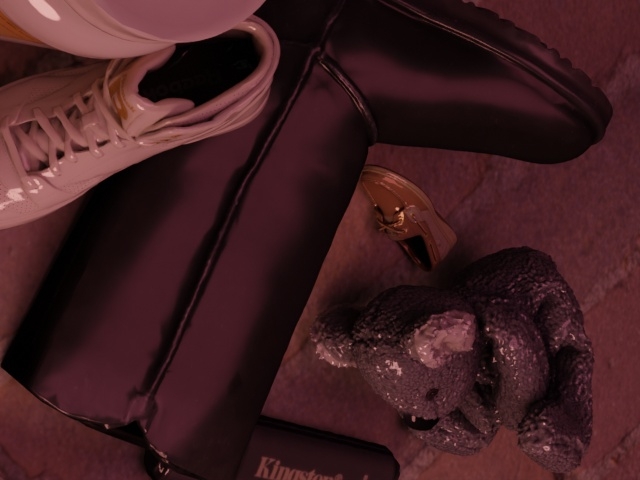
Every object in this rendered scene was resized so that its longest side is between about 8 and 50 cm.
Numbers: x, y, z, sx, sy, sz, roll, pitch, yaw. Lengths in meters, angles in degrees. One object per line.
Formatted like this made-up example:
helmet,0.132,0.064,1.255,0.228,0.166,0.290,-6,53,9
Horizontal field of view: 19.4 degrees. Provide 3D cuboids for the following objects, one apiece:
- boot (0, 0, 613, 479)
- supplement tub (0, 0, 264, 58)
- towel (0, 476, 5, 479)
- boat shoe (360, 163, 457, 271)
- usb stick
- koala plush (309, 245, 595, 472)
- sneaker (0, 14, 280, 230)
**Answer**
boot,-0.002,-0.001,1.538,0.367,0.146,0.445,28,77,-11
supplement tub,-0.180,-0.242,1.270,0.228,0.316,0.228,-10,106,-38
towel,-0.248,0.329,1.457,0.325,0.038,0.248,40,68,-23
boat shoe,0.077,-0.019,1.709,0.135,0.050,0.045,43,66,-37
usb stick,-0.039,0.197,1.663,0.278,0.045,0.077,18,87,-41
koala plush,0.114,0.095,1.685,0.221,0.196,0.203,9,85,-38
sneaker,-0.168,-0.094,1.363,0.293,0.169,0.108,-24,88,-10
